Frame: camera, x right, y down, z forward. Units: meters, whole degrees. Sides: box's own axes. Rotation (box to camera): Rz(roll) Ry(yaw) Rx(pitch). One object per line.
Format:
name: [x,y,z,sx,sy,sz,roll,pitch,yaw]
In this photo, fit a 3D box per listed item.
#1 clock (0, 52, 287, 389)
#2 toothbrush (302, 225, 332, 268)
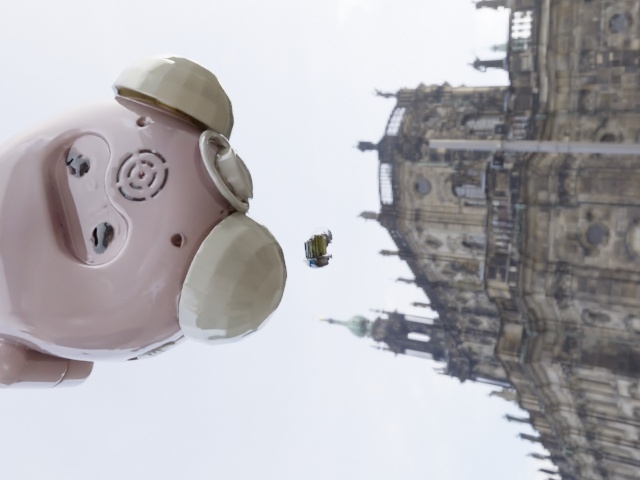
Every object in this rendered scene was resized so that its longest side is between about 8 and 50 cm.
clock: [-0.222,-0.019,0.769,0.184,0.326,0.342,40,-151,-77]
toothbrush: [0.000,0.000,0.971,0.413,0.035,0.042,-75,-15,-86]
